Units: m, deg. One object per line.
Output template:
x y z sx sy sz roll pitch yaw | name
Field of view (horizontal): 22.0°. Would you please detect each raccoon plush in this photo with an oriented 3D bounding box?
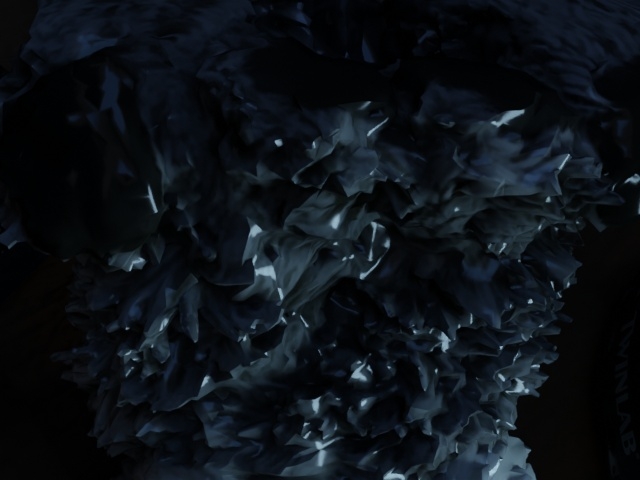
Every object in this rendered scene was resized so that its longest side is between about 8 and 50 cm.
0.000 0.000 0.646 0.216 0.299 0.446 6 34 -2 | raccoon plush

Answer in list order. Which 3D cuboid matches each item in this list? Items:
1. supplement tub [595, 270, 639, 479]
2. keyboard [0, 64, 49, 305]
0.261 0.031 0.594 0.207 0.338 0.207 7 68 -17 | supplement tub
-0.170 0.002 0.621 0.100 0.038 0.192 41 61 0 | keyboard
